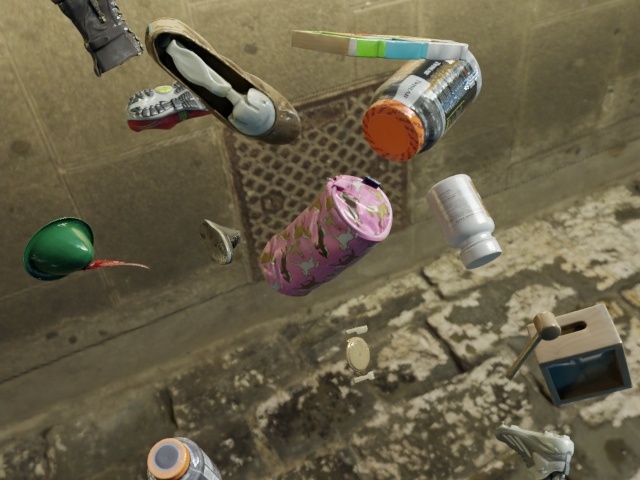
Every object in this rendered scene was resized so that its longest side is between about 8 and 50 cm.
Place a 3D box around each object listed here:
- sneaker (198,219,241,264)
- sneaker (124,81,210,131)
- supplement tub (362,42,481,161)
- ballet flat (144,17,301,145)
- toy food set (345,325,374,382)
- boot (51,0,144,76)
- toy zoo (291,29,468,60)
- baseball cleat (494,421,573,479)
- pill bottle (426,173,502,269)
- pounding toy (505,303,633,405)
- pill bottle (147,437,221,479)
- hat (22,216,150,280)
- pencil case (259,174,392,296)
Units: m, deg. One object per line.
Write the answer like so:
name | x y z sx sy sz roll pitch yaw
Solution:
sneaker | -0.279 0.007 1.836 0.118 0.222 0.083 12 113 -35
sneaker | -0.378 -0.348 1.585 0.278 0.107 0.118 -16 163 -29
supplement tub | 0.265 -0.363 1.586 0.338 0.207 0.207 -47 142 -35
ballet flat | -0.178 -0.280 1.118 0.342 0.124 0.116 39 104 -19
toy food set | 0.130 0.408 2.164 0.132 0.038 0.192 -1 80 -46
boot | -0.507 -0.557 1.478 0.263 0.091 0.229 -46 124 -19
toy zoo | 0.121 -0.346 1.074 0.293 0.192 0.030 -8 114 -31
baseball cleat | 0.418 0.432 1.224 0.072 0.206 0.110 22 71 -15
pill bottle | 0.383 -0.047 1.600 0.131 0.229 0.131 -19 160 -7
pounding toy | 0.382 0.167 0.980 0.181 0.094 0.206 -20 127 17
pill bottle | -0.319 0.538 1.401 0.130 0.130 0.246 -26 145 -11
hat | -0.576 0.055 1.456 0.208 0.183 0.173 -46 147 -15
pencil case | 0.000 0.000 1.383 0.160 0.167 0.386 12 149 -26
